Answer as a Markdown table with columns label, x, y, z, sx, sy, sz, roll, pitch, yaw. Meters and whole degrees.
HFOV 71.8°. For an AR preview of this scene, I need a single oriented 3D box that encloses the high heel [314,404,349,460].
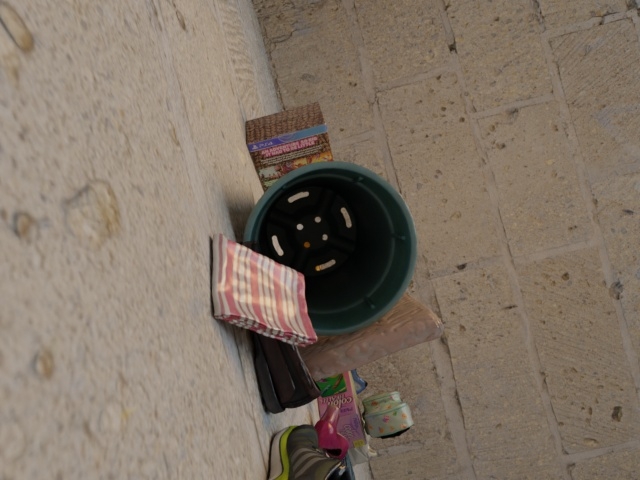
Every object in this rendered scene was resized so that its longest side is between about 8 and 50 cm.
| label | x | y | z | sx | sy | sz | roll | pitch | yaw |
| --- | --- | --- | --- | --- | --- | --- | --- | --- | --- |
| high heel | 0.023 | 0.562 | 1.197 | 0.117 | 0.082 | 0.244 | -55 | 153 | -47 |

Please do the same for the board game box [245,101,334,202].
| label | x | y | z | sx | sy | sz | roll | pitch | yaw |
| --- | --- | --- | --- | --- | --- | --- | --- | --- | --- |
| board game box | -0.077 | -0.245 | 1.382 | 0.141 | 0.232 | 0.291 | -103 | 178 | -47 |

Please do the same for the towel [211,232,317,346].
| label | x | y | z | sx | sy | sz | roll | pitch | yaw |
| --- | --- | --- | --- | --- | --- | --- | --- | --- | --- |
| towel | -0.085 | 0.077 | 0.683 | 0.197 | 0.029 | 0.144 | 31 | 34 | -42 |

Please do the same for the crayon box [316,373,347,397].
| label | x | y | z | sx | sy | sz | roll | pitch | yaw |
| --- | --- | --- | --- | --- | --- | --- | --- | --- | --- |
| crayon box | 0.003 | 0.280 | 1.266 | 0.165 | 0.081 | 0.278 | 76 | 1 | -47 |

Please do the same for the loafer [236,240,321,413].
| label | x | y | z | sx | sy | sz | roll | pitch | yaw |
| --- | --- | --- | --- | --- | --- | --- | --- | --- | --- |
| loafer | -0.075 | 0.140 | 0.773 | 0.109 | 0.095 | 0.302 | 44 | 32 | -83 |

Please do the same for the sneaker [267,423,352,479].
| label | x | y | z | sx | sy | sz | roll | pitch | yaw |
| --- | --- | --- | --- | --- | --- | --- | --- | --- | --- |
| sneaker | -0.011 | 0.361 | 0.656 | 0.300 | 0.121 | 0.111 | -57 | 133 | -87 |

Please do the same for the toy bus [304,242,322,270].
| label | x | y | z | sx | sy | sz | roll | pitch | yaw |
| --- | --- | --- | --- | --- | --- | --- | --- | --- | --- |
| toy bus | -0.052 | 0.090 | 1.553 | 0.332 | 0.108 | 0.130 | -100 | 177 | -69 |

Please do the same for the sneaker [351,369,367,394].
| label | x | y | z | sx | sy | sz | roll | pitch | yaw |
| --- | --- | --- | --- | --- | --- | --- | --- | --- | --- |
| sneaker | 0.090 | 0.484 | 1.833 | 0.329 | 0.147 | 0.129 | 62 | -4 | 23 |

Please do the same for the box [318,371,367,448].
| label | x | y | z | sx | sy | sz | roll | pitch | yaw |
| --- | --- | --- | --- | --- | --- | --- | --- | --- | --- |
| box | 0.063 | 0.537 | 1.490 | 0.243 | 0.117 | 0.213 | -103 | 178 | -50 |

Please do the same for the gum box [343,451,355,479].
| label | x | y | z | sx | sy | sz | roll | pitch | yaw |
| --- | --- | --- | --- | --- | --- | --- | --- | --- | --- |
| gum box | 0.087 | 0.793 | 1.482 | 0.157 | 0.041 | 0.184 | -97 | 174 | -70 |

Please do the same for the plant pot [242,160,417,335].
| label | x | y | z | sx | sy | sz | roll | pitch | yaw |
| --- | --- | --- | --- | --- | --- | --- | --- | --- | --- |
| plant pot | 0.000 | 0.000 | 1.008 | 0.334 | 0.341 | 0.340 | -139 | -146 | -79 |

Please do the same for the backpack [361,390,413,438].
| label | x | y | z | sx | sy | sz | roll | pitch | yaw |
| --- | --- | --- | --- | --- | --- | --- | --- | --- | --- |
| backpack | 0.218 | 0.578 | 1.462 | 0.188 | 0.166 | 0.144 | 83 | -8 | -79 |

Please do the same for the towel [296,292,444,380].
| label | x | y | z | sx | sy | sz | roll | pitch | yaw |
| --- | --- | --- | --- | --- | --- | --- | --- | --- | --- |
| towel | 0.069 | 0.208 | 0.952 | 0.317 | 0.332 | 0.053 | -47 | 116 | -89 |

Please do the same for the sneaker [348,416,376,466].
| label | x | y | z | sx | sy | sz | roll | pitch | yaw |
| --- | --- | --- | --- | --- | --- | --- | --- | --- | --- |
| sneaker | 0.124 | 0.686 | 1.673 | 0.114 | 0.152 | 0.304 | 44 | 30 | -84 |
